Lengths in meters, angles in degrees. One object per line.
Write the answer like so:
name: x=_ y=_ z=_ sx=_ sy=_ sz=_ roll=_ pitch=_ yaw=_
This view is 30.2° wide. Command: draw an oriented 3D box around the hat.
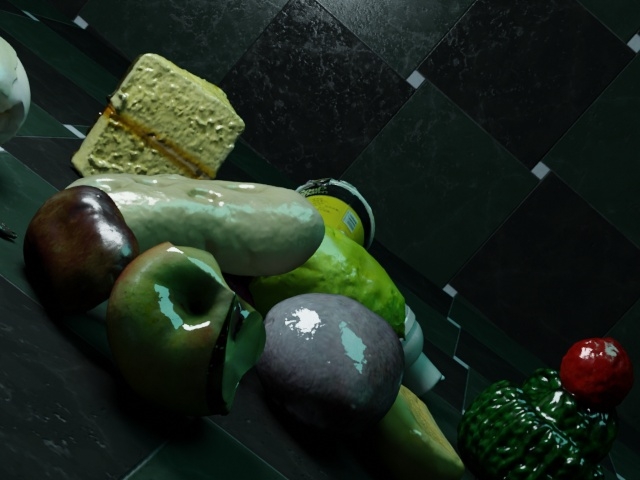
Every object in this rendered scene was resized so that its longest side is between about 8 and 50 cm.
hat: x=0.418 y=0.307 z=2.058 sx=0.274 sy=0.332 sz=0.242 roll=45 pitch=14 yaw=36

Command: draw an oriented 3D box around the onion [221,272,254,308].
onion: x=-0.146 y=0.082 z=1.828 sx=0.115 sy=0.104 sz=0.115 roll=46 pitch=-5 yaw=6

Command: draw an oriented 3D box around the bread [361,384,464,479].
bread: x=0.120 y=0.290 z=1.754 sx=0.147 sy=0.098 sz=0.217 roll=36 pitch=11 yaw=-24

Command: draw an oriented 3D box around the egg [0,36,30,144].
egg: x=-0.526 y=-0.232 z=1.736 sx=0.183 sy=0.183 sz=0.217 roll=26 pitch=23 yaw=-50

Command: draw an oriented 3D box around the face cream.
face cream: x=0.105 y=0.161 z=2.210 sx=0.369 sy=0.145 sz=0.145 roll=48 pitch=6 yaw=-14

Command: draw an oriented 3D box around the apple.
apple: x=-0.156 y=0.109 z=1.379 sx=0.188 sy=0.174 sz=0.207 roll=103 pitch=-36 yaw=-69

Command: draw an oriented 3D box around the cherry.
cherry: x=0.012 y=0.172 z=1.674 sx=0.213 sy=0.183 sz=0.266 roll=11 pitch=17 yaw=-12

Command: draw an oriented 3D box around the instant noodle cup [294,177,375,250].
instant noodle cup: x=0.000 y=0.000 z=2.517 sx=0.215 sy=0.215 sz=0.236 roll=35 pitch=20 yaw=-4

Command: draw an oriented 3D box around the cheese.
cheese: x=-0.202 y=-0.021 z=1.741 sx=0.351 sy=0.129 sz=0.328 roll=11 pitch=10 yaw=25

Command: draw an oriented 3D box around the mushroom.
mushroom: x=-0.271 y=0.051 z=1.523 sx=0.217 sy=0.148 sz=0.227 roll=53 pitch=5 yaw=-42

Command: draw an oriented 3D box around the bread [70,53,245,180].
bread: x=-0.310 y=-0.200 z=2.188 sx=0.236 sy=0.263 sz=0.198 roll=31 pitch=7 yaw=-26

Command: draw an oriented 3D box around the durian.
durian: x=-0.012 y=0.071 z=1.981 sx=0.340 sy=0.204 sz=0.256 roll=17 pitch=-10 yaw=17

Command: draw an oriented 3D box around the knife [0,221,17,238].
knife: x=-0.486 y=-0.075 z=1.595 sx=0.222 sy=0.021 sz=0.045 roll=43 pitch=12 yaw=22
